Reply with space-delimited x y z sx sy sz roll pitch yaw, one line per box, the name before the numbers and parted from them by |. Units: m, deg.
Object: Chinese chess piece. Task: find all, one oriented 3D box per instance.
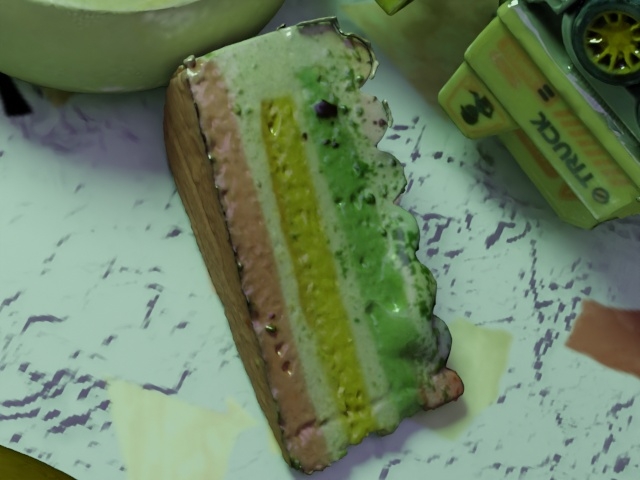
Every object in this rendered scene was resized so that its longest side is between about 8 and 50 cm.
Chinese chess piece | -0.126 -0.199 0.653 0.251 0.097 0.251 6 68 -14

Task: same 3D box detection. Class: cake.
cake | -0.009 0.001 0.642 0.109 0.090 0.225 -18 94 -23

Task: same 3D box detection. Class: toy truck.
toy truck | 0.119 -0.129 0.651 0.272 0.157 0.124 49 44 -2

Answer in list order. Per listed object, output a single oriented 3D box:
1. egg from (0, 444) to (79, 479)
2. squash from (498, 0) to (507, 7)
egg | -0.184 0.196 0.383 0.351 0.282 0.282 10 67 -11
squash | 0.191 -0.219 0.767 0.066 0.066 0.229 41 66 2
